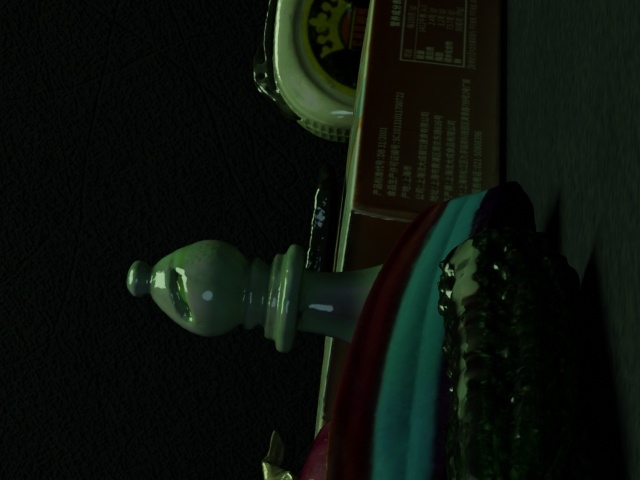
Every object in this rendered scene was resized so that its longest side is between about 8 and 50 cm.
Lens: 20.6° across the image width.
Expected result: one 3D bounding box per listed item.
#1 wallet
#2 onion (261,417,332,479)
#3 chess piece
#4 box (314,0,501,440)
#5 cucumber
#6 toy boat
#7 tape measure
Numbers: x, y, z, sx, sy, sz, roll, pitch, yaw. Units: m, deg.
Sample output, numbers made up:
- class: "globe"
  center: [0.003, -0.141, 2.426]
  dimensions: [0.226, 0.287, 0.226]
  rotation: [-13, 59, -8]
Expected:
- class: "wallet"
  center: [0.001, 0.000, 1.551]
  dimensions: [0.244, 0.025, 0.124]
  rotation: [-68, -15, -84]
- class: "onion"
  center: [0.038, 0.207, 1.321]
  dimensions: [0.177, 0.153, 0.177]
  rotation: [-179, 90, -79]
- class: "chess piece"
  center: [-0.005, 0.045, 1.274]
  dimensions: [0.139, 0.272, 0.139]
  rotation: [-173, 90, -89]
- class: "box"
  center: [0.077, -0.008, 1.571]
  dimensions: [0.385, 0.122, 0.344]
  rotation: [-83, 0, -50]
- class: "cucumber"
  center: [0.090, 0.072, 0.801]
  dimensions: [0.265, 0.077, 0.077]
  rotation: [-85, 2, -61]
- class: "toy boat"
  center: [0.070, 0.112, 0.950]
  dimensions: [0.079, 0.136, 0.392]
  rotation: [-34, 33, 39]
- class: "tape measure"
  center: [0.053, -0.236, 1.816]
  dimensions: [0.133, 0.231, 0.271]
  rotation: [76, -159, -84]
